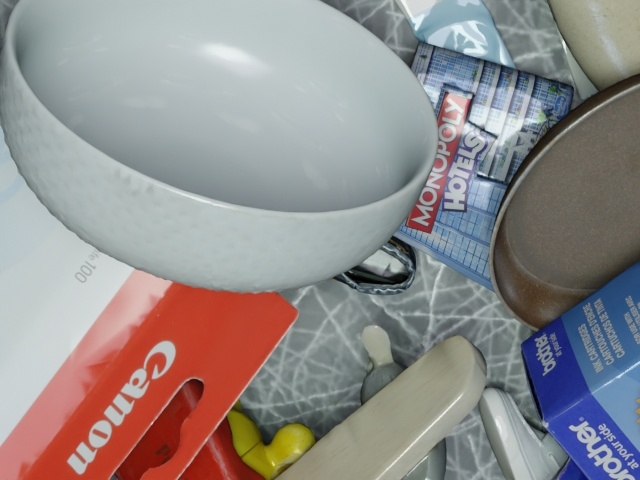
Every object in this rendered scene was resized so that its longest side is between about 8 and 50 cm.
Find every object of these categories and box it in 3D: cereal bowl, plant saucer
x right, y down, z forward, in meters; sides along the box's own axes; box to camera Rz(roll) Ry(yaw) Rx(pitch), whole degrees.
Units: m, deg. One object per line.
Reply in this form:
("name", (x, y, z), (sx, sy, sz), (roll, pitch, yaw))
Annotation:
("cereal bowl", (-0.088, -0.073, 1.299), (0.339, 0.339, 0.141), (19, 125, -1))
("plant saucer", (0.281, -0.039, 1.435), (0.310, 0.050, 0.311), (-13, 137, -12))

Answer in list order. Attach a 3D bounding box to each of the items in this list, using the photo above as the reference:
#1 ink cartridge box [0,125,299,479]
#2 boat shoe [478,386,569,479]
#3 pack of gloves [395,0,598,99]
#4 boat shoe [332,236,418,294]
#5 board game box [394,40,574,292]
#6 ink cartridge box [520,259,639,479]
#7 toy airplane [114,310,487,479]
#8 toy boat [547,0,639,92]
("ink cartridge box", (-0.239, 0.073, 1.383), (0.308, 0.091, 0.385), (-53, 49, 0))
("boat shoe", (0.204, 0.208, 1.533), (0.063, 0.066, 0.184), (-28, 95, -7))
("pack of gloves", (0.168, -0.218, 1.492), (0.195, 0.046, 0.232), (-27, 95, 3))
("boat shoe", (0.000, 0.000, 1.500), (0.183, 0.083, 0.065), (15, 97, -1))
("board game box", (0.105, -0.068, 1.493), (0.194, 0.060, 0.194), (16, 105, 1))
("ink cartridge box", (0.359, 0.137, 1.434), (0.395, 0.151, 0.270), (-36, 110, 15))
("toy airplane", (-0.055, 0.252, 1.437), (0.386, 0.272, 0.384), (3, 75, 27))
("toy boat", (0.348, -0.245, 1.437), (0.318, 0.148, 0.267), (-39, 124, 4))
